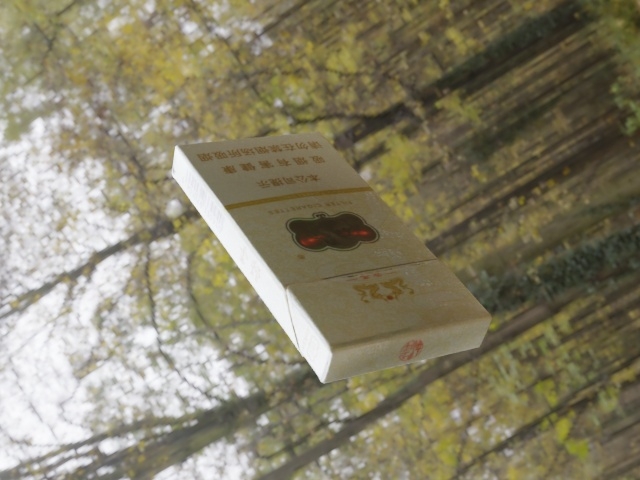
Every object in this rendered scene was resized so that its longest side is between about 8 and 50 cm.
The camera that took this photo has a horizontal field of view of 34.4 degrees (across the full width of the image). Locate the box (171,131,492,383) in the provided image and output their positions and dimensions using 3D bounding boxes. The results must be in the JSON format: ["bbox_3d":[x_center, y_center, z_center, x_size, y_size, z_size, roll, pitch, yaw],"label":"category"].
[{"bbox_3d":[0.000,0.000,0.512,0.090,0.024,0.167,-9,-140,-31],"label":"box"}]
